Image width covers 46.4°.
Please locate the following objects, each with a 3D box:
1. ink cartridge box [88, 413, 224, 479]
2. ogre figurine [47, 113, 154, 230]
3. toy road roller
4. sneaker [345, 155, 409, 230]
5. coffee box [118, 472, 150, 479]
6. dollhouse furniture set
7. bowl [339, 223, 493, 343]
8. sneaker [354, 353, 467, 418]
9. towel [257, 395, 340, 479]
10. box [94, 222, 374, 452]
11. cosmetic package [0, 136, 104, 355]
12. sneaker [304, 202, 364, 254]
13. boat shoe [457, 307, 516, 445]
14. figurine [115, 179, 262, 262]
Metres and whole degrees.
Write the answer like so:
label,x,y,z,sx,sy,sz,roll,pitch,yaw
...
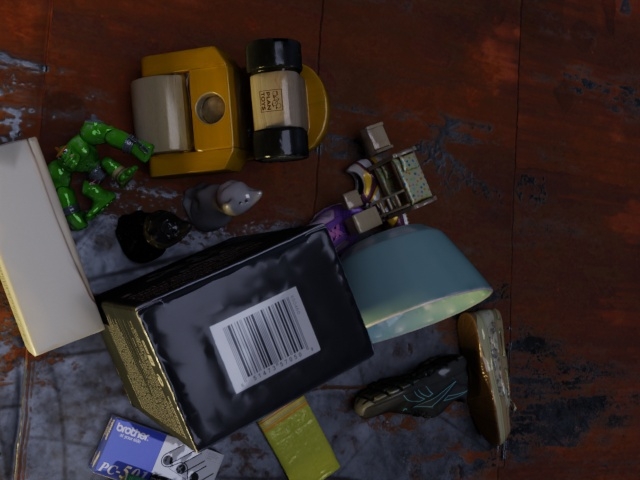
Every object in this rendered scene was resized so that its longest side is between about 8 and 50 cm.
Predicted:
label,x,y,z,sx,sy,sz,roll,pitch,yaw
ink cartridge box,-0.280,0.380,1.286,0.207,0.046,0.097,27,76,-22
ogre figurine,-0.377,-0.117,1.225,0.118,0.197,0.097,45,33,-4
toy road roller,-0.146,-0.219,1.320,0.330,0.240,0.202,-5,90,11
sneaker,0.109,-0.072,1.483,0.084,0.069,0.185,-23,90,-23
coffee box,-0.266,0.452,1.255,0.184,0.113,0.040,26,45,-21
dollhouse furniture set,0.103,-0.125,1.392,0.161,0.101,0.181,-24,91,-29
bowl,0.144,0.077,1.391,0.312,0.311,0.163,-13,73,-26
sneaker,0.193,0.313,1.487,0.267,0.101,0.106,-16,97,-25
towel,-0.055,0.359,1.412,0.102,0.021,0.237,-30,102,-18
box,-0.157,0.132,1.161,0.294,0.395,0.212,-25,98,-25
cosmetic package,-0.450,0.010,1.157,0.113,0.160,0.309,-22,98,-25
sneaker,0.000,0.000,1.404,0.236,0.104,0.095,-27,98,-25
boat shoe,0.364,0.286,1.567,0.089,0.104,0.285,-9,91,-23
figurine,-0.216,-0.039,1.243,0.215,0.209,0.092,-27,100,-24
